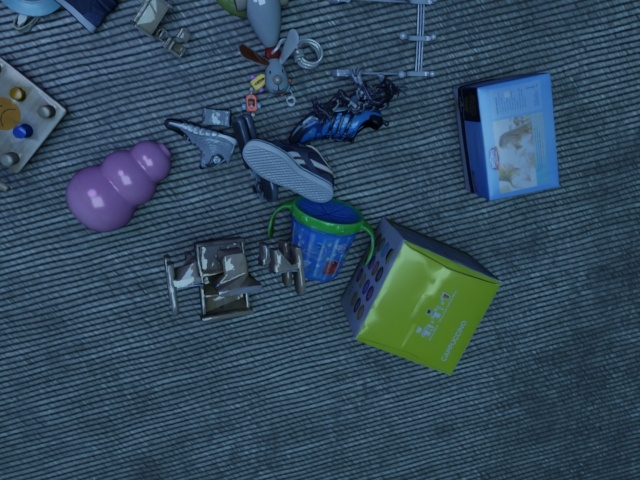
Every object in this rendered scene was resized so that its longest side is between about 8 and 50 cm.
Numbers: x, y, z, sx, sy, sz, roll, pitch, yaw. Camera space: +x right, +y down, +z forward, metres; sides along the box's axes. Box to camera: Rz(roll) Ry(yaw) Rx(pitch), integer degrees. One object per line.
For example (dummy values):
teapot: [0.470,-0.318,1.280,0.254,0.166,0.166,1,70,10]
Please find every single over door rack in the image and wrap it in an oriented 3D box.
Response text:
over door rack: [0.195,-0.613,1.709,0.324,0.108,0.240,-1,104,-5]

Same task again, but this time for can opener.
can opener: [-0.196,-0.257,1.770,0.093,0.074,0.280,-6,113,34]

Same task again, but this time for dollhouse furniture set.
dollhouse furniture set: [-0.268,0.144,1.688,0.362,0.394,0.257,-8,99,-18]
dollhouse furniture set: [-0.435,-0.662,1.660,0.161,0.101,0.182,30,100,-37]

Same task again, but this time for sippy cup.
sippy cup: [0.000,0.000,1.805,0.240,0.305,0.224,-11,124,-46]

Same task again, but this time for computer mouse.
computer mouse: [-0.352,0.111,1.887,0.071,0.041,0.242,-5,99,-17]

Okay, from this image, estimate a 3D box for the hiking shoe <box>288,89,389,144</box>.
hiking shoe: [0.050,-0.350,1.745,0.304,0.113,0.132,-26,84,2]

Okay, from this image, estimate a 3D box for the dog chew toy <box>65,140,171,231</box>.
dog chew toy: [-0.594,-0.177,1.706,0.332,0.206,0.207,-39,105,-3]

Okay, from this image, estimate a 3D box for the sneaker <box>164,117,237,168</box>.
sneaker: [-0.379,-0.290,1.751,0.228,0.086,0.132,15,105,-10]

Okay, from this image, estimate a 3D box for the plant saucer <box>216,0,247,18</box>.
plant saucer: [-0.212,-0.781,1.660,0.240,0.037,0.241,-2,105,-6]

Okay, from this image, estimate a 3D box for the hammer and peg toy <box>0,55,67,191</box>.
hammer and peg toy: [-0.949,-0.326,1.662,0.266,0.127,0.361,39,98,-16]

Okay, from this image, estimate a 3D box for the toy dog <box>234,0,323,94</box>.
toy dog: [-0.144,-0.600,1.607,0.220,0.161,0.334,-32,103,3]

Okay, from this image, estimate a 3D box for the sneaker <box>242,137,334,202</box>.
sneaker: [-0.094,-0.237,1.728,0.321,0.128,0.126,29,140,-31]

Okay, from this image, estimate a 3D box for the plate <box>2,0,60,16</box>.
plate: [-0.812,-0.723,1.586,0.188,0.024,0.188,2,84,-18]

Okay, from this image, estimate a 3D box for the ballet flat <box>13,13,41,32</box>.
ballet flat: [-0.819,-0.665,1.622,0.057,0.052,0.168,38,98,-12]

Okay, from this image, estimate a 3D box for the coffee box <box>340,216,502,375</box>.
coffee box: [0.303,0.166,1.808,0.338,0.334,0.338,23,102,-11]

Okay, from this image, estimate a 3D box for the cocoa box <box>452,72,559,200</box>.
cocoa box: [0.572,-0.326,1.759,0.231,0.228,0.347,-12,106,-2]

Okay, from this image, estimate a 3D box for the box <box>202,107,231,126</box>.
box: [-0.318,-0.380,1.742,0.083,0.062,0.052,5,103,-6]

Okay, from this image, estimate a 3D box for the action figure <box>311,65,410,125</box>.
action figure: [0.113,-0.430,1.637,0.275,0.164,0.141,-18,91,-3]

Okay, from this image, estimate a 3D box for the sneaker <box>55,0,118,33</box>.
sneaker: [-0.668,-0.713,1.572,0.163,0.086,0.226,-40,143,7]

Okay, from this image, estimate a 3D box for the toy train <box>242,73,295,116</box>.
toy train: [-0.163,-0.454,1.750,0.166,0.046,0.125,-8,107,0]
